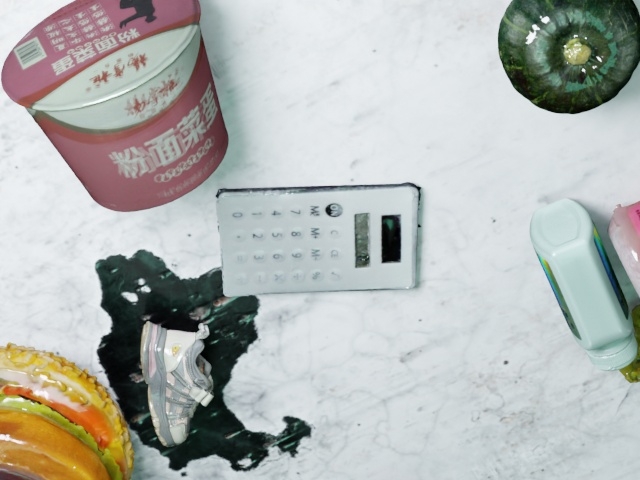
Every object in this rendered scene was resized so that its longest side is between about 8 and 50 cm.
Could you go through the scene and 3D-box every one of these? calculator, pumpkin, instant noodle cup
[{"bbox_3d":[0.000,0.000,1.708,0.261,0.021,0.161,-3,121,-1],"label":"calculator"},{"bbox_3d":[0.286,-0.226,1.532,0.167,0.125,0.167,6,135,6],"label":"pumpkin"},{"bbox_3d":[-0.214,-0.157,1.496,0.235,0.235,0.178,-17,130,7],"label":"instant noodle cup"}]

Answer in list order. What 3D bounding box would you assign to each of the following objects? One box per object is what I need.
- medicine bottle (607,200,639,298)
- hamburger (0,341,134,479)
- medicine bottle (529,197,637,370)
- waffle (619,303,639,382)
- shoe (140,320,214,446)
[{"bbox_3d":[0.493,-0.018,1.656,0.247,0.147,0.147,-26,119,12],"label":"medicine bottle"},{"bbox_3d":[-0.407,0.307,1.733,0.330,0.250,0.330,-2,119,-4],"label":"hamburger"},{"bbox_3d":[0.344,0.066,1.708,0.083,0.121,0.229,-24,120,10],"label":"medicine bottle"},{"bbox_3d":[0.552,0.134,1.789,0.291,0.051,0.291,2,119,3],"label":"waffle"},{"bbox_3d":[-0.184,0.187,1.774,0.092,0.089,0.180,-7,113,-2],"label":"shoe"}]
